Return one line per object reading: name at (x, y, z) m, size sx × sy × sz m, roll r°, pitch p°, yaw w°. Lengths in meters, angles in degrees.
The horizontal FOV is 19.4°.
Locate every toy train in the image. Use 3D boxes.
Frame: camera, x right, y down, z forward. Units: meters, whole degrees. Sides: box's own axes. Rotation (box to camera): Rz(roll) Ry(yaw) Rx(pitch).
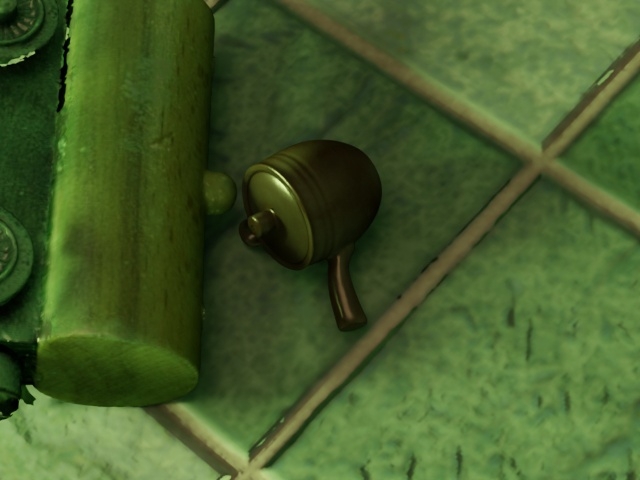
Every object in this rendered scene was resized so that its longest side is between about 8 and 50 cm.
toy train at (-0.150, -0.031, 1.099) m, size 0.189 × 0.126 × 0.307 m, roll 11°, pitch 57°, yaw -17°

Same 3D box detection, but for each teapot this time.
teapot at (0.000, 0.000, 1.073) m, size 0.080 × 0.085 × 0.110 m, roll -26°, pitch 84°, yaw -30°
